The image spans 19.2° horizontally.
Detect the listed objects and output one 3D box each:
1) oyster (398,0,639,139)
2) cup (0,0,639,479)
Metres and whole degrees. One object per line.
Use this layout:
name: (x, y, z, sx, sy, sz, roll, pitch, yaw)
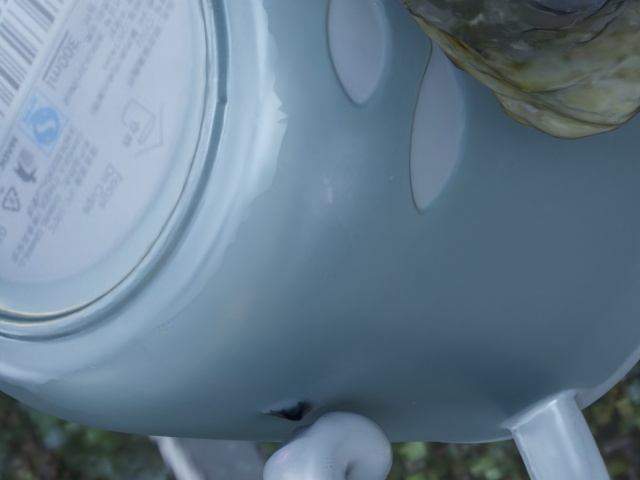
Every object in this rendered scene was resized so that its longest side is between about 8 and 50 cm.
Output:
oyster: (0.088, -0.128, 0.470, 0.166, 0.110, 0.341, 39, 148, -9)
cup: (0.000, 0.000, 0.757, 0.259, 0.274, 0.356, -36, 64, 32)
